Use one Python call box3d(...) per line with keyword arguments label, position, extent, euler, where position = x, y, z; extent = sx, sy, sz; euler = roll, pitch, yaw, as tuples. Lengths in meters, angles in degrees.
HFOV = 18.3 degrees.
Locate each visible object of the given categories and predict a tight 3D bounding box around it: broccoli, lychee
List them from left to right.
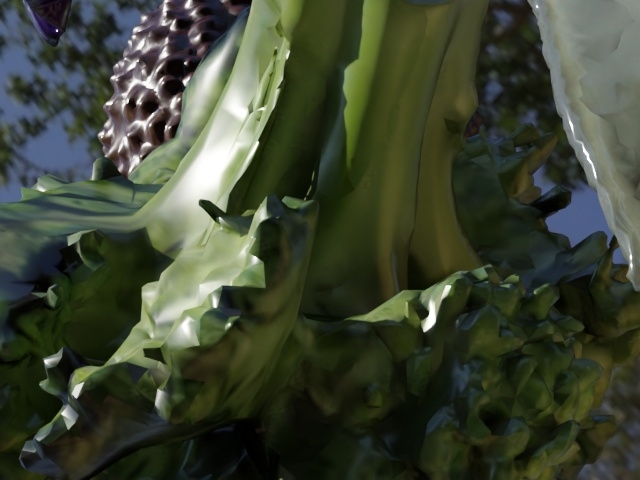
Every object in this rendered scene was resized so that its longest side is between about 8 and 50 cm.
box3d(label="lychee", position=(-0.027, -0.075, 1.554), extent=(0.306, 0.306, 0.330), euler=(-14, -31, -19))
box3d(label="broccoli", position=(-0.006, 0.025, 0.827), extent=(0.338, 0.277, 0.317), euler=(-51, -17, -26))

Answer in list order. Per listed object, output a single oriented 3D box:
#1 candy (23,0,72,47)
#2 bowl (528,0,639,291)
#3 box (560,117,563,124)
box3d(label="candy", position=(-0.207, -0.235, 1.292), extent=(0.070, 0.145, 0.275), euler=(-16, -18, -1))
box3d(label="bowl", position=(0.200, 0.013, 0.427), extent=(0.157, 0.337, 0.337), euler=(-33, -50, 23))
box3d(label="box", position=(0.218, -0.114, 1.441), extent=(0.074, 0.054, 0.099), euler=(21, -98, -19))
